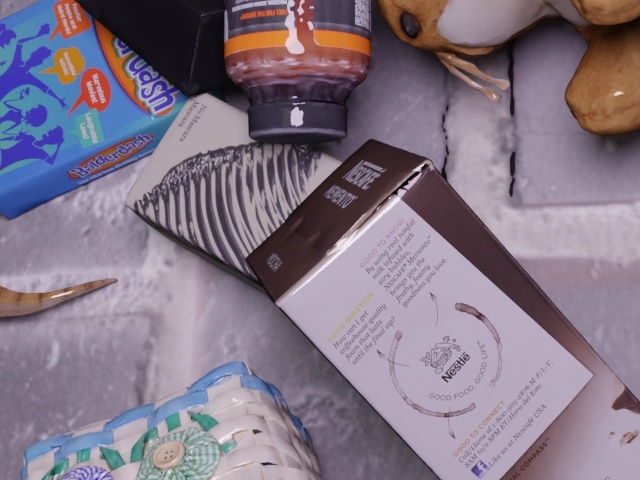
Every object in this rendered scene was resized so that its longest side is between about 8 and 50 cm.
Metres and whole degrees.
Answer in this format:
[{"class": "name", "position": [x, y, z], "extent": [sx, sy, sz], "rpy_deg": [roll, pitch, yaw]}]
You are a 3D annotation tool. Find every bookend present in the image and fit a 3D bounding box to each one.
[{"class": "bookend", "position": [-0.086, -0.198, 1.115], "extent": [0.156, 0.072, 0.157], "rpy_deg": [-22, 51, -39]}]

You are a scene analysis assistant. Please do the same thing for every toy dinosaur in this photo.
[{"class": "toy dinosaur", "position": [-0.284, 0.047, 1.140], "extent": [0.211, 0.064, 0.112], "rpy_deg": [15, 76, 22]}]

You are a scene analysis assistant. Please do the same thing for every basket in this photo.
[{"class": "basket", "position": [-0.087, 0.247, 0.929], "extent": [0.255, 0.201, 0.289], "rpy_deg": [-24, 56, 8]}]

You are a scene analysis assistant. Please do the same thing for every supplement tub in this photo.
[{"class": "supplement tub", "position": [-0.017, -0.169, 0.995], "extent": [0.106, 0.106, 0.198], "rpy_deg": [-1, 86, 18]}]

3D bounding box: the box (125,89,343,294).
[{"class": "box", "position": [0.000, 0.000, 1.047], "extent": [0.275, 0.094, 0.113], "rpy_deg": [27, 82, 25]}]

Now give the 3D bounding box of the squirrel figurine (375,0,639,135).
[{"class": "squirrel figurine", "position": [0.229, -0.253, 1.005], "extent": [0.370, 0.281, 0.397], "rpy_deg": [5, 59, 30]}]

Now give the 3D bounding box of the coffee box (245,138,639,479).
[{"class": "coffee box", "position": [0.101, 0.088, 0.865], "extent": [0.119, 0.168, 0.297], "rpy_deg": [-43, 103, 0]}]

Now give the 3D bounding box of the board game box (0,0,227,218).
[{"class": "board game box", "position": [-0.196, -0.133, 1.182], "extent": [0.210, 0.047, 0.160], "rpy_deg": [-24, 66, 7]}]
